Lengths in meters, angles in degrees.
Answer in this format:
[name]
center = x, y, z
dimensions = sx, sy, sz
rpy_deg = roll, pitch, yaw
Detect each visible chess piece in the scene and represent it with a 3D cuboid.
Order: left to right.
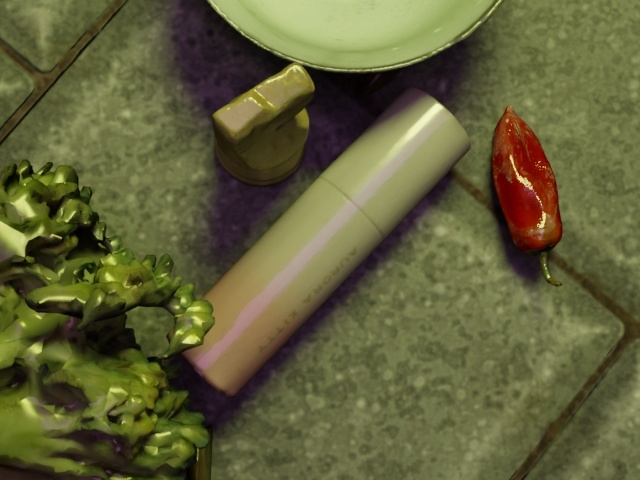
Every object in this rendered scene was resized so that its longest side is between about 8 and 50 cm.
[chess piece]
center = -0.052, -0.100, 0.726
dimensions = 0.090, 0.200, 0.090
rpy_deg = 0, 87, -4

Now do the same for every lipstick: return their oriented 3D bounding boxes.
[lipstick]
center = 0.000, 0.000, 0.781
dimensions = 0.087, 0.087, 0.327
rpy_deg = 44, 86, -1

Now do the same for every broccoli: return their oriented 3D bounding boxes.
[broccoli]
center = -0.257, 0.104, 0.687
dimensions = 0.324, 0.272, 0.334
rpy_deg = -10, 90, -20

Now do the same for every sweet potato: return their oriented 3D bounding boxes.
[sweet potato]
center = 0.084, -0.202, 0.824
dimensions = 0.153, 0.038, 0.041
rpy_deg = -48, 115, -13

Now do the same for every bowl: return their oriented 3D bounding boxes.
[bowl]
center = 0.025, -0.289, 0.769
dimensions = 0.314, 0.146, 0.313
rpy_deg = 0, 85, -3

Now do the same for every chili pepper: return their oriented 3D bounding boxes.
[chili pepper]
center = 0.202, -0.044, 0.816
dimensions = 0.059, 0.050, 0.191
rpy_deg = -9, 75, -1

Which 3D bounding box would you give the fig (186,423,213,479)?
[fig]
center = -0.080, 0.337, 0.718
dimensions = 0.287, 0.286, 0.368
rpy_deg = -2, 56, -4
